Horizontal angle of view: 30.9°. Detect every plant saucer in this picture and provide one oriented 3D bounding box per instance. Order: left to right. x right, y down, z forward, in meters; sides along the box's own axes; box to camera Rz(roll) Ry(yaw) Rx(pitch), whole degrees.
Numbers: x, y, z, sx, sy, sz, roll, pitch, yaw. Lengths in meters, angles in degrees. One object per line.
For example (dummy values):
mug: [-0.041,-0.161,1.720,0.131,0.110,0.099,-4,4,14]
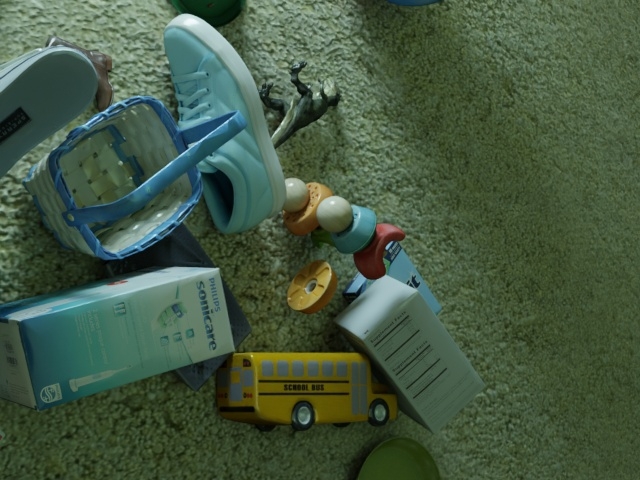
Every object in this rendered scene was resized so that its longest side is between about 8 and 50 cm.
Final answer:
plant saucer: [0.135,0.482,2.133,0.241,0.037,0.241,7,80,-43]

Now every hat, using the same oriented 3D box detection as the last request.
hat: [-0.129,-0.460,1.911,0.208,0.183,0.173,-37,109,-40]

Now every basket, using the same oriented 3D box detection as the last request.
basket: [-0.264,-0.095,1.659,0.255,0.289,0.201,-40,106,-36]

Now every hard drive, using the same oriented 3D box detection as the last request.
hard drive: [-0.229,0.095,1.829,0.172,0.054,0.255,-48,116,-37]

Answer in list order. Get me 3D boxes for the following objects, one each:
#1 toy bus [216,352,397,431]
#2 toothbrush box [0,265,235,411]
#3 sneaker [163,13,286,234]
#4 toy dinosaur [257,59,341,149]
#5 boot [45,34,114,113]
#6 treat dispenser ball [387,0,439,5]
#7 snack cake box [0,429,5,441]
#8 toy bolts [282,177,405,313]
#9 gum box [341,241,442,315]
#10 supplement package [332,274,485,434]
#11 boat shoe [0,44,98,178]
toy bus: [-0.017,0.257,1.973,0.332,0.108,0.130,5,79,-42]
toothbrush box: [-0.302,0.127,1.607,0.295,0.216,0.126,-13,97,-31]
sneaker: [-0.176,-0.178,1.863,0.150,0.135,0.366,-39,110,-43]
toy dinosaur: [-0.050,-0.241,2.045,0.268,0.064,0.118,-44,120,-34]
boot: [-0.370,-0.250,1.755,0.114,0.037,0.106,14,62,-45]
treat dispenser ball: [0.173,-0.581,2.146,0.288,0.288,0.288,7,79,-43]
snack cake box: [-0.549,0.303,1.474,0.152,0.089,0.264,51,53,-24]
toy bolts: [0.000,0.000,1.949,0.158,0.228,0.218,39,67,-33]
gum box: [0.137,0.114,2.182,0.184,0.041,0.157,55,52,-22]
supplement package: [0.159,0.202,2.077,0.134,0.139,0.244,-41,115,-11]
boat shoe: [-0.481,-0.155,1.578,0.367,0.156,0.136,-39,119,-8]
